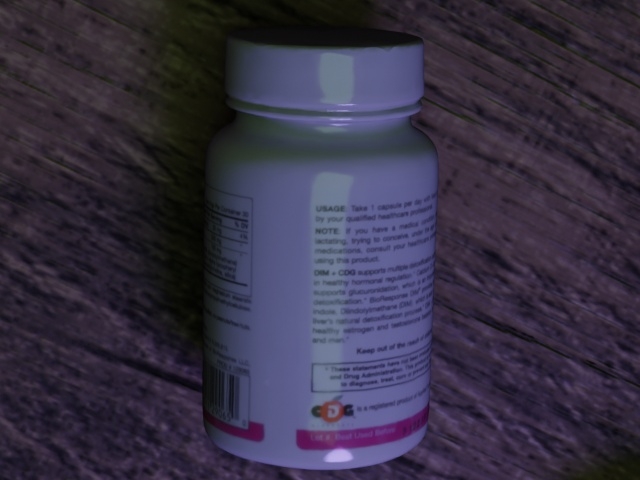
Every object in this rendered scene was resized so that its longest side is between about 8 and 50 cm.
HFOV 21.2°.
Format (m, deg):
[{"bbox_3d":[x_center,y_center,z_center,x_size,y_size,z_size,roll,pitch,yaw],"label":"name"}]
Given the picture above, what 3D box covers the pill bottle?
[{"bbox_3d":[0.000,0.000,1.179,0.160,0.160,0.283,0,103,-8],"label":"pill bottle"}]
